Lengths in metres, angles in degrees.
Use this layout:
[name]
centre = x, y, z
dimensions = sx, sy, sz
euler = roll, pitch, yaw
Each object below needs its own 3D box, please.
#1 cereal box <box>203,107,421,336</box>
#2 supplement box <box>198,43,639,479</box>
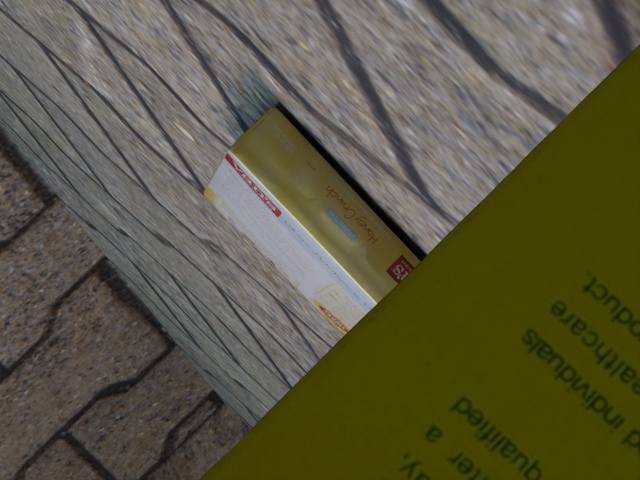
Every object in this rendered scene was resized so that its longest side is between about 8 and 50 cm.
[cereal box]
centre = 0.000, 0.000, 1.332
dimensions = 0.173, 0.047, 0.240
euler = 46, 171, -2
[supplement box]
centre = 0.063, 0.117, 0.560
dimensions = 0.195, 0.356, 0.194
euler = 44, 171, 9
